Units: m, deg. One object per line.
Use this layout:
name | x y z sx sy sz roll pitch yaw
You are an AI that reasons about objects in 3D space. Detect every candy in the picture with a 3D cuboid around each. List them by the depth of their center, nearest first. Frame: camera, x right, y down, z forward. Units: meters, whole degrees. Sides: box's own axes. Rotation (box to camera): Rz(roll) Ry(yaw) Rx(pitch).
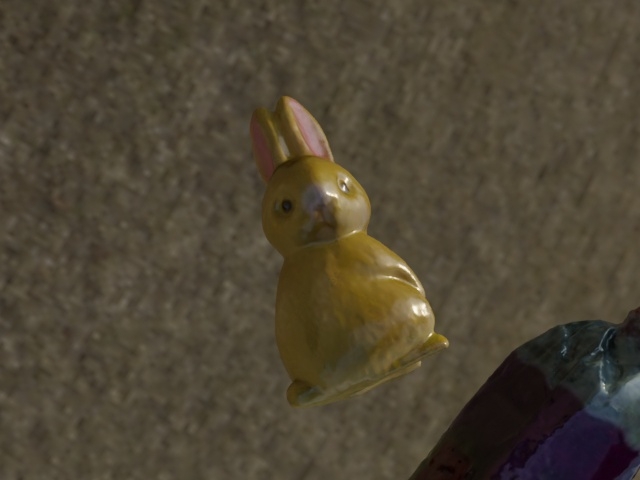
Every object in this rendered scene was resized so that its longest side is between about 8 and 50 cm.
candy | 0.042 0.073 0.477 0.043 0.045 0.175 36 91 -24

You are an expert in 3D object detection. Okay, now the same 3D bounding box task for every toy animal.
toy animal | -0.002 0.000 0.928 0.083 0.159 0.070 -16 169 -20
